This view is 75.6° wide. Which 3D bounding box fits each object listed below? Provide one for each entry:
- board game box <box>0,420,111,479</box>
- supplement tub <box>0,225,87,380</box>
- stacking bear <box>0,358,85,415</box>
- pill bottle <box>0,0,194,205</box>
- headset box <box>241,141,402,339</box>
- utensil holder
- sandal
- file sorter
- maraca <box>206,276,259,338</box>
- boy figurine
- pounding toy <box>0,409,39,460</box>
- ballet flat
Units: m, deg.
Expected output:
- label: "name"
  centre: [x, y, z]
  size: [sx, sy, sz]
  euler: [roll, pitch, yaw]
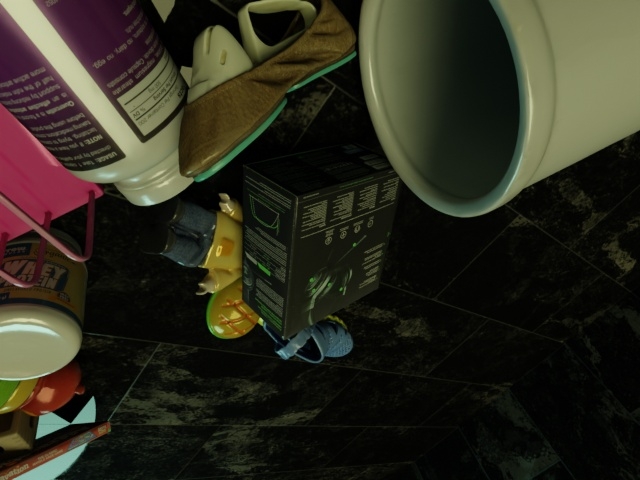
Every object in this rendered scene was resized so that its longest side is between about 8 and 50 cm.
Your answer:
- label: "board game box"
  centre: [-0.604, 0.444, 0.850]
  size: [0.144, 0.027, 0.281]
  euler: [-14, 175, 24]
- label: "supplement tub"
  centre: [-0.434, 0.086, 0.619]
  size: [0.144, 0.200, 0.145]
  euler: [-14, 135, -14]
- label: "stacking bear"
  centre: [-0.569, 0.241, 0.733]
  size: [0.289, 0.175, 0.165]
  euler: [46, 59, -56]
- label: "pill bottle"
  centre: [-0.265, -0.194, 0.460]
  size: [0.181, 0.182, 0.323]
  euler: [-27, 136, -1]
- label: "headset box"
  centre: [0.000, 0.000, 0.718]
  size: [0.246, 0.131, 0.284]
  euler: [-22, 131, -38]
- label: "utensil holder"
  centre: [0.294, -0.256, 0.556]
  size: [0.384, 0.328, 0.328]
  euler: [-25, 136, -14]
- label: "sandal"
  centre: [-0.026, 0.242, 1.003]
  size: [0.126, 0.138, 0.317]
  euler: [-47, 134, 16]
- label: "file sorter"
  centre: [-0.443, -0.021, 0.463]
  size: [0.290, 0.182, 0.202]
  euler: [-26, 136, -1]
- label: "maraca"
  centre: [-0.168, 0.117, 0.853]
  size: [0.127, 0.099, 0.186]
  euler: [11, 99, -45]
- label: "boy figurine"
  centre: [-0.169, 0.014, 0.726]
  size: [0.285, 0.092, 0.178]
  euler: [26, 78, -50]
- label: "pounding toy"
  centre: [-0.674, 0.389, 0.793]
  size: [0.205, 0.181, 0.094]
  euler: [-11, 134, -16]
- label: "ballet flat"
  centre: [-0.074, -0.215, 0.504]
  size: [0.342, 0.116, 0.124]
  euler: [-49, 122, -29]
